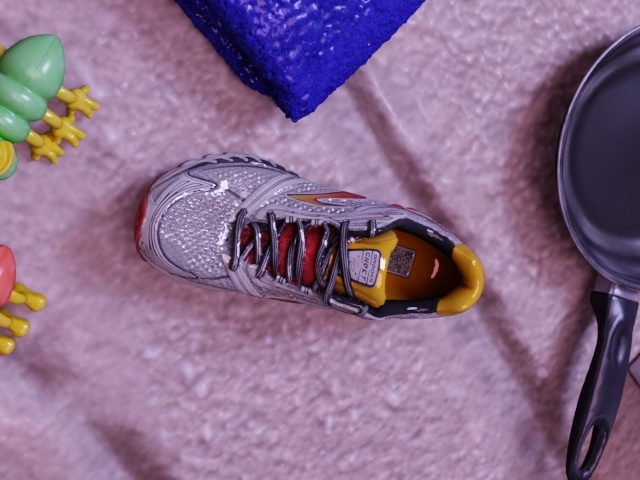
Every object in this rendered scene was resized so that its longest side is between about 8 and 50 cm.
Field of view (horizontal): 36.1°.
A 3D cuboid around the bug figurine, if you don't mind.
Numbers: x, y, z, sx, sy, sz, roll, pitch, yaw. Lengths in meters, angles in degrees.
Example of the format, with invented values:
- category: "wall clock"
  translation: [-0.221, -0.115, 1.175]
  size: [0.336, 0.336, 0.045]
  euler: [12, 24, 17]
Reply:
- category: "bug figurine"
  translation: [-0.246, -0.047, 0.501]
  size: [0.279, 0.072, 0.216]
  euler: [32, 87, -23]

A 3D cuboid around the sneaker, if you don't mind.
- category: "sneaker"
  translation: [0.000, 0.000, 0.596]
  size: [0.225, 0.092, 0.088]
  euler: [7, 97, -22]

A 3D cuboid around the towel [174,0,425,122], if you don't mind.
- category: "towel"
  translation: [0.022, -0.249, 0.570]
  size: [0.308, 0.076, 0.228]
  euler: [-47, 111, -8]

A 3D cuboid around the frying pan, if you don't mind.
- category: "frying pan"
  translation: [0.250, 0.002, 0.719]
  size: [0.197, 0.053, 0.326]
  euler: [-9, 104, -20]

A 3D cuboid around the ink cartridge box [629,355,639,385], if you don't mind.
- category: "ink cartridge box"
  translation: [0.397, 0.062, 0.706]
  size: [0.278, 0.201, 0.117]
  euler: [-44, 111, -9]
